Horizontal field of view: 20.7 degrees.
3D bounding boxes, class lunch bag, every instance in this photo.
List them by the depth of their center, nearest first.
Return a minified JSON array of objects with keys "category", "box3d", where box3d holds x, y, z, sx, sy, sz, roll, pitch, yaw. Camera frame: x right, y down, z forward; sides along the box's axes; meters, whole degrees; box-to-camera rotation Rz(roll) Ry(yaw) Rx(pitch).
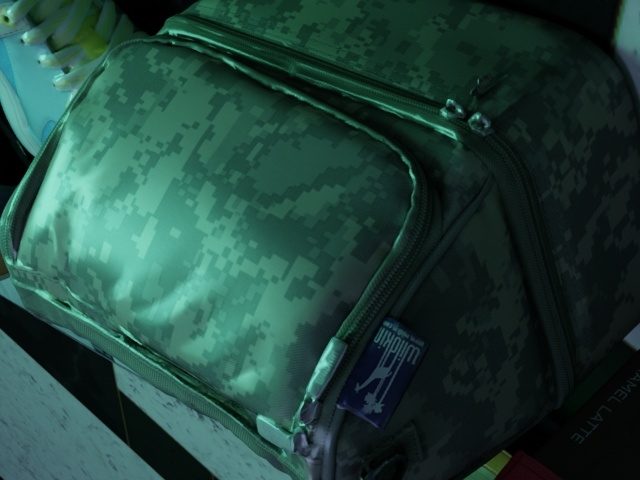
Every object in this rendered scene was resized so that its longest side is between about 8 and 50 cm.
[{"category":"lunch bag","box3d":[0.000,0.000,0.954,0.305,0.256,0.213,27,150,39]}]

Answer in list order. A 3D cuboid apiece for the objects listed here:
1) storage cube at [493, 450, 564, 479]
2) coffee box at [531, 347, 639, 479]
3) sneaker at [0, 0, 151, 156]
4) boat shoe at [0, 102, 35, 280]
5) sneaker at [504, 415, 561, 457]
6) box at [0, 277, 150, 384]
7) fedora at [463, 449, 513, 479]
[{"category":"storage cube","box3d":[0.106,0.264,0.908,0.215,0.193,0.184,36,153,16]},{"category":"coffee box","box3d":[0.206,0.179,1.017,0.098,0.141,0.246,32,152,33]},{"category":"sneaker","box3d":[-0.151,-0.131,1.192,0.208,0.127,0.319,35,163,34]},{"category":"boat shoe","box3d":[-0.370,-0.194,1.399,0.500,0.186,0.156,54,144,4]},{"category":"sneaker","box3d":[0.092,0.126,1.219,0.283,0.110,0.122,23,135,33]},{"category":"box","box3d":[-0.230,0.003,1.580,0.290,0.087,0.169,24,147,44]},{"category":"fedora","box3d":[0.082,0.210,1.141,0.194,0.079,0.194,26,133,30]}]
